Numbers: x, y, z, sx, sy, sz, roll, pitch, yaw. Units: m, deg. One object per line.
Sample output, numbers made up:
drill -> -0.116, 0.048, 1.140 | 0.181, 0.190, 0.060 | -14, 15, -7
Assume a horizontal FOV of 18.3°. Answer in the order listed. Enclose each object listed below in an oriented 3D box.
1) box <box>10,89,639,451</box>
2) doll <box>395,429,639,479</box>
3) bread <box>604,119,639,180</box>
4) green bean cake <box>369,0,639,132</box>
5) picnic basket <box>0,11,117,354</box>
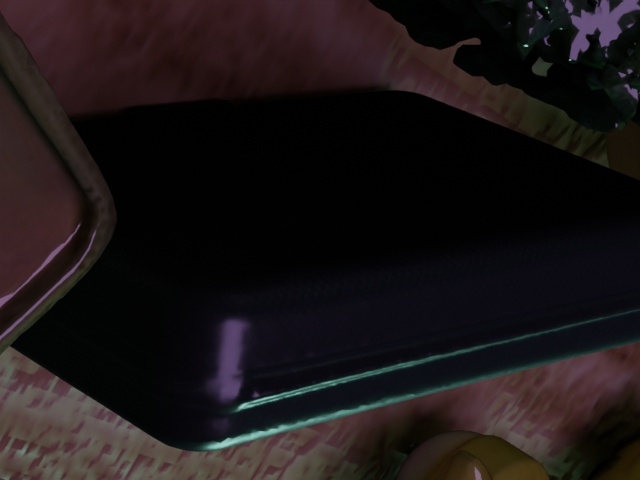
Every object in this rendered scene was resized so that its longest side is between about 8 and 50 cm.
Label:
box -> 0.000, 0.000, 0.628 | 0.230, 0.160, 0.050 | -10, 116, -43
doll -> 0.113, 0.135, 0.903 | 0.291, 0.086, 0.117 | 0, 111, -49
bread -> 0.273, -0.082, 0.745 | 0.237, 0.320, 0.320 | 8, 110, -37
green bean cake -> 0.039, -0.133, 0.557 | 0.107, 0.193, 0.208 | -47, 140, -4
picnic basket -> -0.194, 0.003, 0.439 | 0.266, 0.139, 0.165 | -45, 140, -15
